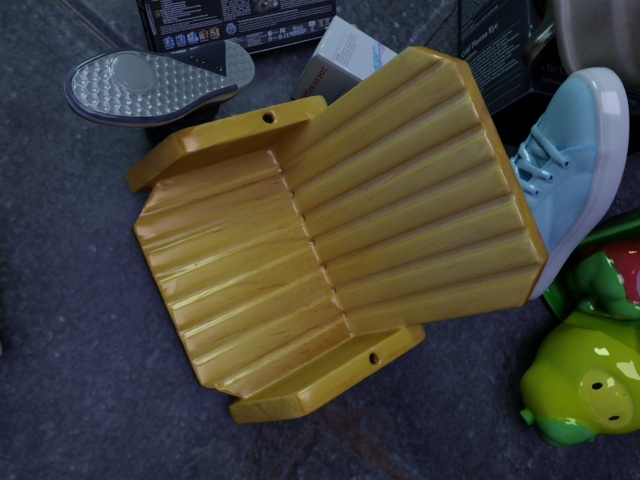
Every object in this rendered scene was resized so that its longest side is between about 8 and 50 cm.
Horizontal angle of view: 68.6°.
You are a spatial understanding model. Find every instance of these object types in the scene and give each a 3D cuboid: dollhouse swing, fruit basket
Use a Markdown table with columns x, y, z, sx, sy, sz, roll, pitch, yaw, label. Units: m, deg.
| x | y | z | sx | sy | sz | roll | pitch | yaw | label |
| --- | --- | --- | --- | --- | --- | --- | --- | --- | --- |
| 0.000 | 0.000 | 0.524 | 0.315 | 0.305 | 0.347 | -23 | 91 | -29 | dollhouse swing |
| 0.478 | 0.159 | 0.711 | 0.391 | 0.283 | 0.392 | 12 | 66 | -30 | fruit basket |

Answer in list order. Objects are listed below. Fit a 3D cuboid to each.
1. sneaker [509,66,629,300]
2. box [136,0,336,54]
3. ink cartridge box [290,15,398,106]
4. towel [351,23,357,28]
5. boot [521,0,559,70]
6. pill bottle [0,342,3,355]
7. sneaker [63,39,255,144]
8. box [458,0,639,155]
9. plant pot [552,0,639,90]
| x | y | z | sx | sy | sz | roll | pitch | yaw | label |
| --- | --- | --- | --- | --- | --- | --- | --- | --- | --- |
| 0.268 | -0.045 | 0.633 | 0.150 | 0.135 | 0.366 | -3 | 127 | -10 | sneaker |
| -0.109 | -0.360 | 0.610 | 0.270 | 0.060 | 0.216 | -22 | 133 | -20 | box |
| 0.061 | -0.219 | 0.678 | 0.175 | 0.127 | 0.072 | 27 | 74 | -13 | ink cartridge box |
| 0.039 | -0.304 | 0.746 | 0.060 | 0.009 | 0.083 | -12 | 87 | -20 | towel |
| 0.310 | -0.324 | 0.632 | 0.106 | 0.082 | 0.219 | 40 | 76 | 16 | boot |
| -0.414 | 0.029 | 0.488 | 0.121 | 0.121 | 0.221 | -16 | 88 | -20 | pill bottle |
| -0.201 | -0.153 | 0.553 | 0.226 | 0.163 | 0.086 | -31 | 96 | -45 | sneaker |
| 0.421 | -0.327 | 0.788 | 0.343 | 0.179 | 0.313 | 5 | 80 | -18 | box |
| 0.477 | -0.308 | 0.482 | 0.333 | 0.305 | 0.334 | -15 | 116 | -32 | plant pot |
